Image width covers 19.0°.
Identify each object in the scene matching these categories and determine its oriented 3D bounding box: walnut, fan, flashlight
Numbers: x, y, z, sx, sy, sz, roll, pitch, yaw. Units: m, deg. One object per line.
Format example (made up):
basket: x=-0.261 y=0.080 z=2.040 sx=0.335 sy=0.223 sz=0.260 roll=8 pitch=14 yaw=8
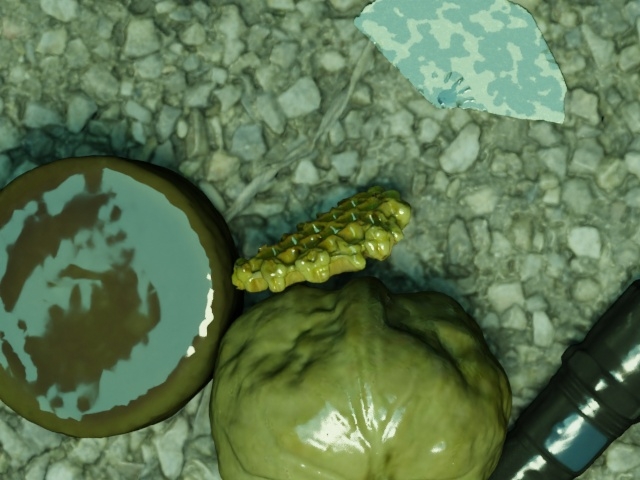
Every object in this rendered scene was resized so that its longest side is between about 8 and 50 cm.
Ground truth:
walnut: x=0.040 y=0.167 z=1.838 sx=0.282 sy=0.277 sz=0.253 roll=-19 pitch=122 yaw=15
fan: x=0.151 y=-0.193 z=1.949 sx=0.240 sy=0.009 sz=0.131 roll=27 pitch=94 yaw=7
flashlight: x=0.220 y=0.221 z=1.911 sx=0.103 sy=0.103 sz=0.424 roll=42 pitch=98 yaw=6

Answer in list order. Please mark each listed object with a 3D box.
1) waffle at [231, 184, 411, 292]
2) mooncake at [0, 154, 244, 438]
waffle: x=0.000 y=0.000 z=1.889 sx=0.192 sy=0.160 sz=0.046 roll=-18 pitch=109 yaw=-2
mooncake: x=-0.218 y=0.054 z=1.936 sx=0.284 sy=0.155 sz=0.284 roll=0 pitch=94 yaw=7
